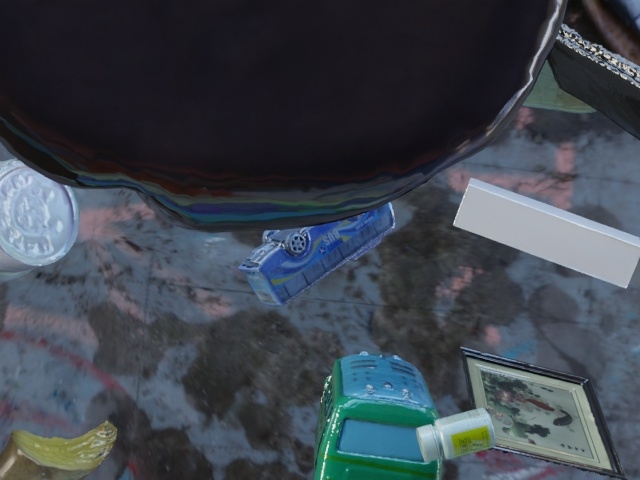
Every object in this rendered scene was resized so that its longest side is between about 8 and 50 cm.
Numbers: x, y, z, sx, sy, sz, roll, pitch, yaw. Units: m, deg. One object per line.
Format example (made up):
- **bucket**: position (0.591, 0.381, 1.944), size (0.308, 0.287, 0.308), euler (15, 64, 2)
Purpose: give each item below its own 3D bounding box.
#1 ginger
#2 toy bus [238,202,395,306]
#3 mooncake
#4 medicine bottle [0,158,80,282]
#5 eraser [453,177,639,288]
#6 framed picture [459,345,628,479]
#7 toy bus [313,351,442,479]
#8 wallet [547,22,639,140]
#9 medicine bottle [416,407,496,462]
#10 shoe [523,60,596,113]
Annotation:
- **ginger**: position (-0.156, 0.136, 0.511), size (0.137, 0.057, 0.044), euler (-53, 135, -15)
- **toy bus**: position (-0.001, 0.001, 1.487), size (0.236, 0.079, 0.094), euler (-33, 112, -24)
- **mooncake**: position (-0.035, -0.142, 0.452), size (0.283, 0.141, 0.283), euler (-1, 94, -11)
- **medicine bottle**: position (-0.392, -0.017, 1.203), size (0.139, 0.225, 0.139), euler (12, 74, -47)
- **eraser**: position (0.373, -0.014, 1.727), size (0.298, 0.078, 0.076), euler (20, 106, 6)
- **framed picture**: position (0.273, 0.215, 1.310), size (0.195, 0.199, 0.010), euler (14, 119, -8)
- **toy bus**: position (0.085, 0.293, 1.622), size (0.183, 0.343, 0.199), euler (7, 97, -2)
- **wallet**: position (0.283, -0.109, 0.905), size (0.025, 0.244, 0.124), euler (-47, 143, -1)
- **medicine bottle**: position (0.154, 0.221, 1.186), size (0.083, 0.047, 0.047), euler (-15, 94, -4)
- **shoe**: position (0.220, -0.190, 1.125), size (0.195, 0.078, 0.079), euler (17, 122, 19)
